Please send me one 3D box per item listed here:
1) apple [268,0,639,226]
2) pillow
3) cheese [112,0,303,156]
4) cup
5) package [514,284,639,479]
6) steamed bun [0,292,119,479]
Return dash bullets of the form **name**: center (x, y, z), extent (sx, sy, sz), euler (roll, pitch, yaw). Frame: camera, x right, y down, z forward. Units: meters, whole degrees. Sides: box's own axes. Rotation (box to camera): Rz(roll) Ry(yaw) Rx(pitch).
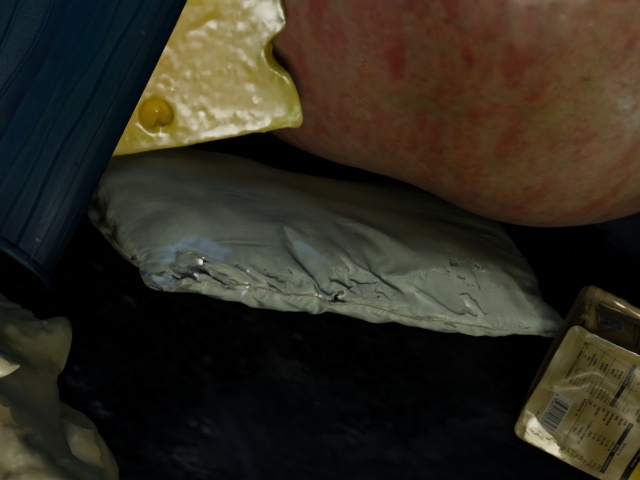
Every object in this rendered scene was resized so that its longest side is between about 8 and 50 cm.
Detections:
- **apple**: center (0.083, -0.140, 0.885), extent (0.345, 0.269, 0.345), euler (-2, 20, 1)
- **pillow**: center (0.000, 0.000, 0.847), extent (0.229, 0.051, 0.128), euler (7, 27, -31)
- **cheese**: center (-0.092, -0.089, 0.803), extent (0.171, 0.093, 0.126), euler (-1, 23, 20)
- **cup**: center (-0.136, -0.076, 0.684), extent (0.150, 0.138, 0.113), euler (26, -12, 0)
- **package**: center (0.159, 0.080, 0.829), extent (0.131, 0.071, 0.047), euler (27, 25, -2)
- **steamed bun**: center (-0.192, 0.046, 0.564), extent (0.292, 0.137, 0.295), euler (18, 34, -11)
